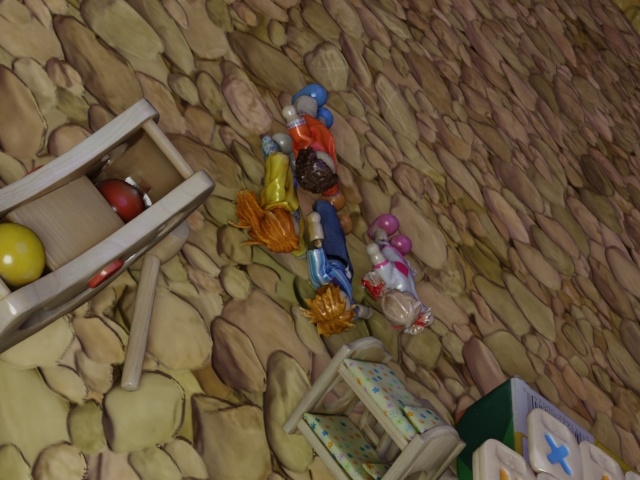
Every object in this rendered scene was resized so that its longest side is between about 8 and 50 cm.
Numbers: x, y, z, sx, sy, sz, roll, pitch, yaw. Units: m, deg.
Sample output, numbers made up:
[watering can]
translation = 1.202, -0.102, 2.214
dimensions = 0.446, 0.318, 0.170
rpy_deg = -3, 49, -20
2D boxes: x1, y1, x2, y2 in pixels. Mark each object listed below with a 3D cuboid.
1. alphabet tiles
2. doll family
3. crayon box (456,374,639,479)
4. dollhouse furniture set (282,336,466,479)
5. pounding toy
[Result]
[alphabet tiles]
translation = 0.221, 0.266, 0.966
dimensions = 0.284, 0.021, 0.278
rpy_deg = 35, 33, -23
[doll family]
translation = 0.000, 0.000, 1.154
dimensions = 0.263, 0.118, 0.163
rpy_deg = 56, 17, -29
[crayon box]
translation = 0.214, 0.296, 1.111
dimensions = 0.202, 0.081, 0.318
rpy_deg = 39, 31, -21
[dollhouse furniture set]
translation = 0.095, 0.178, 1.008
dimensions = 0.161, 0.101, 0.182
rpy_deg = 14, 27, -48
[pounding toy]
translation = -0.140, 0.013, 0.866
dimensions = 0.155, 0.154, 0.269
rpy_deg = 51, 29, 1
